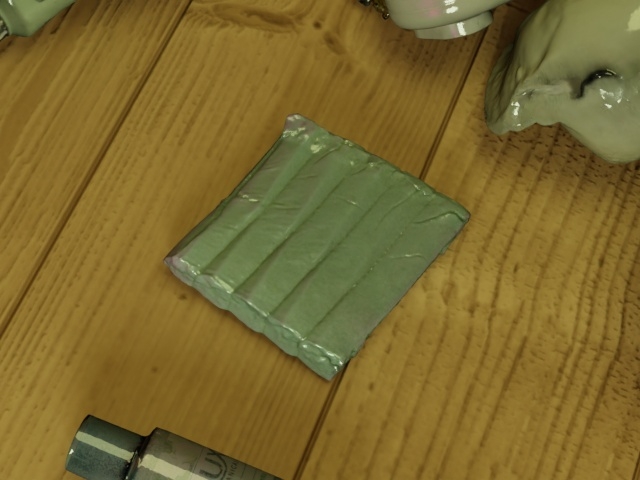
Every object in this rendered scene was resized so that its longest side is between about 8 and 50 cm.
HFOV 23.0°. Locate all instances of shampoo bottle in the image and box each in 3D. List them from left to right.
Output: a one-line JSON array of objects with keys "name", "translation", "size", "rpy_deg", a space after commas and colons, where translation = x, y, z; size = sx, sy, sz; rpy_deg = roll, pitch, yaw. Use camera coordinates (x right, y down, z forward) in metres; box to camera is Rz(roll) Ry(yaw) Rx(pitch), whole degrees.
[{"name": "shampoo bottle", "translation": [-0.078, 0.185, 1.128], "size": [0.214, 0.072, 0.072], "rpy_deg": [23, 58, -1]}]

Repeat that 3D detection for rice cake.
[{"name": "rice cake", "translation": [0.000, 0.000, 1.273], "size": [0.189, 0.037, 0.198], "rpy_deg": [31, 57, 4]}]

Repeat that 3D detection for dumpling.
[{"name": "dumpling", "translation": [0.278, -0.159, 1.369], "size": [0.243, 0.175, 0.227], "rpy_deg": [14, 18, -2]}]

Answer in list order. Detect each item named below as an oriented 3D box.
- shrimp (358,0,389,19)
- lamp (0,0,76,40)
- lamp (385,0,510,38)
[{"name": "shrimp", "translation": [0.041, -0.282, 1.443], "size": [0.091, 0.043, 0.184], "rpy_deg": [1, 60, -19]}, {"name": "lamp", "translation": [-0.187, -0.259, 1.315], "size": [0.182, 0.182, 0.313], "rpy_deg": [26, 78, 1]}, {"name": "lamp", "translation": [0.157, -0.267, 1.388], "size": [0.246, 0.179, 0.108], "rpy_deg": [-33, 109, -22]}]
